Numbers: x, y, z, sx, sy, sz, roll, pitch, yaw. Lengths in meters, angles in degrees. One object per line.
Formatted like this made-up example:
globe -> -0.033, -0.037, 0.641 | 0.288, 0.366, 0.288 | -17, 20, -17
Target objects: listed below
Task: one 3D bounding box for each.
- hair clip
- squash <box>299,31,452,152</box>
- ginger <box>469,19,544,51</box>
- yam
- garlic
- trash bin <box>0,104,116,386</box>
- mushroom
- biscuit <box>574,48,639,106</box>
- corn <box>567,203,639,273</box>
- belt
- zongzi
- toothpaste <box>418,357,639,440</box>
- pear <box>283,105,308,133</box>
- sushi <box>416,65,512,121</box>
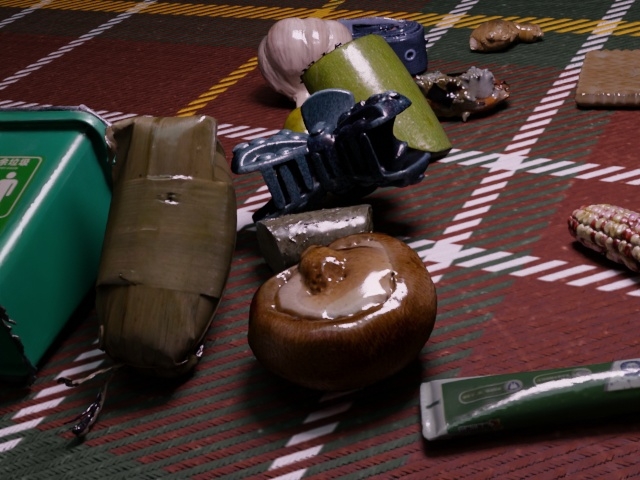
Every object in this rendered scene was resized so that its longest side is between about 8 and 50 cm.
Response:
hair clip -> 0.021, -0.129, 1.540 | 0.310, 0.194, 0.206 | -16, 17, 16
squash -> 0.100, -0.236, 1.787 | 0.189, 0.260, 0.189 | -30, -4, -3
ginger -> 0.409, -0.454, 2.117 | 0.165, 0.067, 0.096 | -8, 10, 2
yam -> 0.000, 0.000, 1.459 | 0.183, 0.107, 0.107 | -12, 31, -7
garlic -> -0.029, -0.337, 1.985 | 0.218, 0.218, 0.212 | -2, 73, 11
trash bin -> -0.444, 0.012, 1.417 | 0.259, 0.295, 0.381 | 2, 43, 18
mushroom -> 0.030, 0.093, 1.243 | 0.253, 0.153, 0.253 | -14, 33, 9
biscuit -> 0.657, -0.307, 1.835 | 0.324, 0.044, 0.217 | 3, 34, 19
corn -> 0.464, 0.007, 1.332 | 0.092, 0.092, 0.280 | -25, 32, -24
belt -> 0.120, -0.424, 2.084 | 0.218, 0.128, 0.122 | 2, 34, 20
zongzi -> -0.213, 0.083, 1.402 | 0.181, 0.418, 0.447 | 5, 73, 6
toothpaste -> 0.311, 0.178, 1.126 | 0.392, 0.061, 0.099 | -9, 31, 7
pear -> -0.018, -0.197, 1.771 | 0.107, 0.107, 0.131 | 4, 37, 21
sushi -> 0.254, -0.282, 1.852 | 0.226, 0.103, 0.097 | -7, 48, 7
